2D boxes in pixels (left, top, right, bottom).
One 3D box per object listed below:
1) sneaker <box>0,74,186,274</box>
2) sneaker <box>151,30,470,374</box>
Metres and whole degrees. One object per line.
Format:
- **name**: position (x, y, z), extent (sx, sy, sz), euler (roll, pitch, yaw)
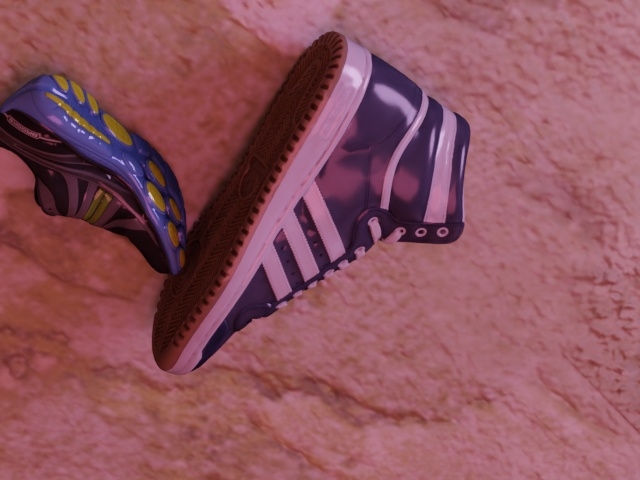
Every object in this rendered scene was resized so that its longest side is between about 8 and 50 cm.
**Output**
- **sneaker**: position (-0.160, -0.042, 1.341), extent (0.078, 0.067, 0.188), euler (-27, 128, 25)
- **sneaker**: position (0.000, 0.000, 1.387), extent (0.153, 0.099, 0.282), euler (25, 106, -26)
